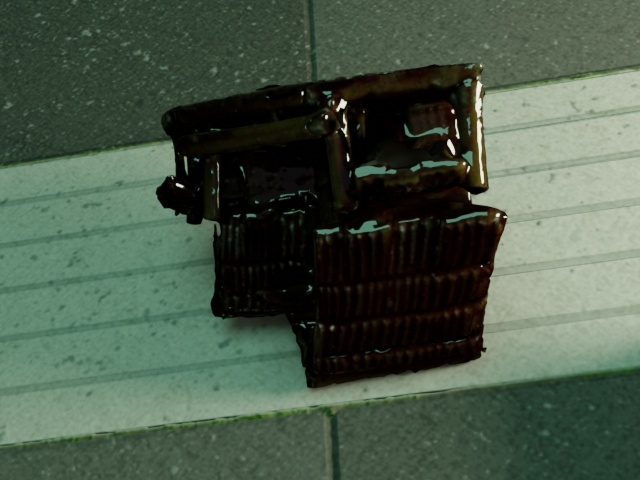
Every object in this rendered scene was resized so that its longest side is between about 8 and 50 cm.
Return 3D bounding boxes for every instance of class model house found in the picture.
[{"bbox_3d":[0.000,0.000,0.933,0.317,0.297,0.283,-6,94,1],"label":"model house"}]
